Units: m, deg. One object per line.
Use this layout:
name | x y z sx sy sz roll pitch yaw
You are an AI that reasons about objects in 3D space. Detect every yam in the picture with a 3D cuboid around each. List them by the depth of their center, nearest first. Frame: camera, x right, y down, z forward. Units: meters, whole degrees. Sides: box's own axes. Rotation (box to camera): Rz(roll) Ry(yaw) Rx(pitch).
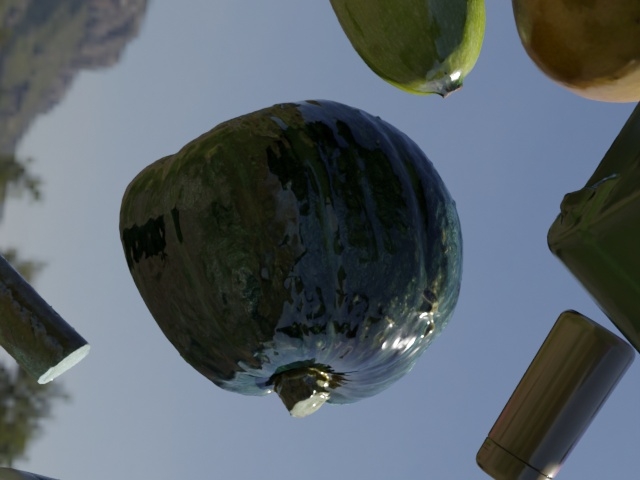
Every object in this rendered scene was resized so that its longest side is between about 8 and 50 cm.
yam | -0.312 0.070 1.753 0.068 0.169 0.068 -46 177 -3

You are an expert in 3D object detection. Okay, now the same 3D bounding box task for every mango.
mango | 0.285 -0.250 1.400 0.317 0.173 0.211 -43 -114 31

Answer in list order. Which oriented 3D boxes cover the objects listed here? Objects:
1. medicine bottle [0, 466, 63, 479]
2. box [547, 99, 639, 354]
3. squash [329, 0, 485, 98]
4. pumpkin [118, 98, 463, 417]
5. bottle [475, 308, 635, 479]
medicine bottle | -0.161 0.221 1.174 0.107 0.191 0.107 -14 -114 33
box | 0.256 -0.064 0.734 0.253 0.178 0.328 -36 -164 52
squash | 0.062 -0.188 1.305 0.123 0.123 0.186 117 -39 -59
pumpkin | 0.000 0.000 1.524 0.197 0.293 0.263 -39 -121 41
bottle | 0.120 0.085 0.901 0.096 0.045 0.045 -57 -166 1
